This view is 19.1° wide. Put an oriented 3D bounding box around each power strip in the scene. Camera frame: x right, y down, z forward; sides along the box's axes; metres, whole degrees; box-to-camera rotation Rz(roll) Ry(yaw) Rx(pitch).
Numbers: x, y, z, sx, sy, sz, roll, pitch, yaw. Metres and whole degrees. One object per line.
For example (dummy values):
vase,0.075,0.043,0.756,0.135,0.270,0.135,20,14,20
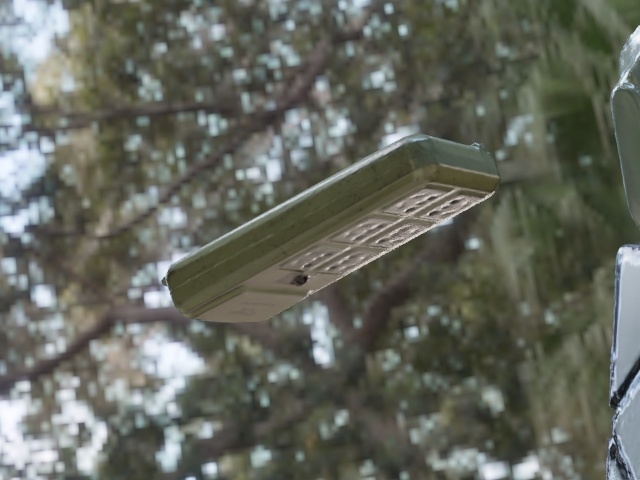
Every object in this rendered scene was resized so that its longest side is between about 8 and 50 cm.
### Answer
power strip,0.000,0.000,0.882,0.169,0.028,0.076,-29,-18,29

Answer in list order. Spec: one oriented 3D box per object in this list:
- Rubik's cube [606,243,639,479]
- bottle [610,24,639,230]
Rubik's cube,0.285,0.108,0.989,0.205,0.205,0.207,3,0,-24
bottle,0.331,-0.050,1.319,0.229,0.351,0.229,-34,-15,-10
